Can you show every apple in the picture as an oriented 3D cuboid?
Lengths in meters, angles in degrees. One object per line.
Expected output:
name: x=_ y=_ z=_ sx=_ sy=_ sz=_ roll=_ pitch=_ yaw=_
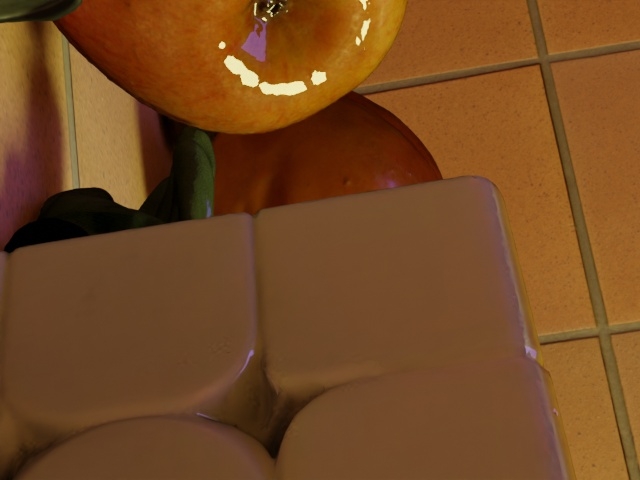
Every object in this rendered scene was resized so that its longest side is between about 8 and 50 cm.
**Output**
apple: x=-0.074 y=-0.232 z=1.080 sx=0.275 sy=0.299 sz=0.299 roll=57 pitch=-9 yaw=28

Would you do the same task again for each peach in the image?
peach: x=0.000 y=0.000 z=1.583 sx=0.343 sy=0.301 sz=0.343 roll=-63 pitch=180 yaw=0

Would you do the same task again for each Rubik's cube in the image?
Rubik's cube: x=-0.041 y=0.188 z=0.554 sx=0.291 sy=0.290 sz=0.292 roll=-97 pitch=178 yaw=-45

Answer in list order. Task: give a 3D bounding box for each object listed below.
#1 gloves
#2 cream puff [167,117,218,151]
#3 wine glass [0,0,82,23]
gloves: x=-0.135 y=-0.002 z=0.999 sx=0.268 sy=0.135 sz=0.107 roll=-52 pitch=148 yaw=-64
cream puff: x=-0.129 y=-0.168 z=1.727 sx=0.150 sy=0.115 sz=0.165 roll=-102 pitch=180 yaw=-54
wine glass: x=-0.180 y=-0.228 z=0.711 sx=0.156 sy=0.156 sz=0.232 roll=63 pitch=21 yaw=-81
